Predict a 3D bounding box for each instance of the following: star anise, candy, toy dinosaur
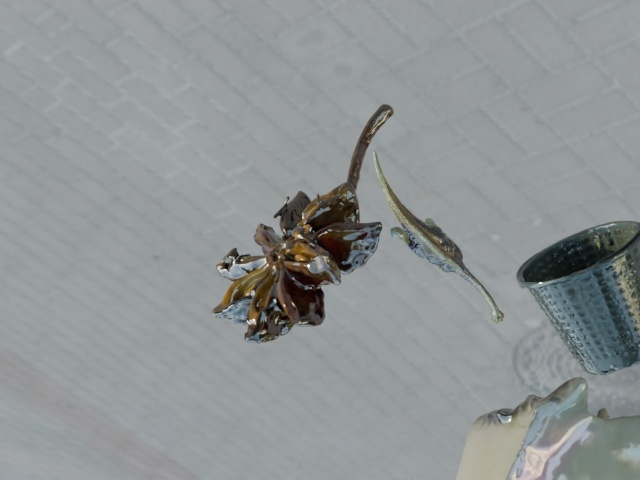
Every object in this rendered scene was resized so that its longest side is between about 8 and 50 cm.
[{"bbox_3d":[0.000,-0.003,0.948,0.073,0.177,0.234,36,105,-29],"label":"star anise"},{"bbox_3d":[0.156,0.206,0.740,0.137,0.195,0.185,22,167,1],"label":"candy"},{"bbox_3d":[0.090,-0.001,0.911,0.180,0.037,0.058,42,173,-15],"label":"toy dinosaur"}]

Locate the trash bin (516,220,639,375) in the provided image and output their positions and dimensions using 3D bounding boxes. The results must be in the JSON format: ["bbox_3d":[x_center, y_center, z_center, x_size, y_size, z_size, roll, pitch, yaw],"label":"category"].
[{"bbox_3d":[0.368,0.080,1.422,0.175,0.175,0.161,-18,104,44],"label":"trash bin"}]
